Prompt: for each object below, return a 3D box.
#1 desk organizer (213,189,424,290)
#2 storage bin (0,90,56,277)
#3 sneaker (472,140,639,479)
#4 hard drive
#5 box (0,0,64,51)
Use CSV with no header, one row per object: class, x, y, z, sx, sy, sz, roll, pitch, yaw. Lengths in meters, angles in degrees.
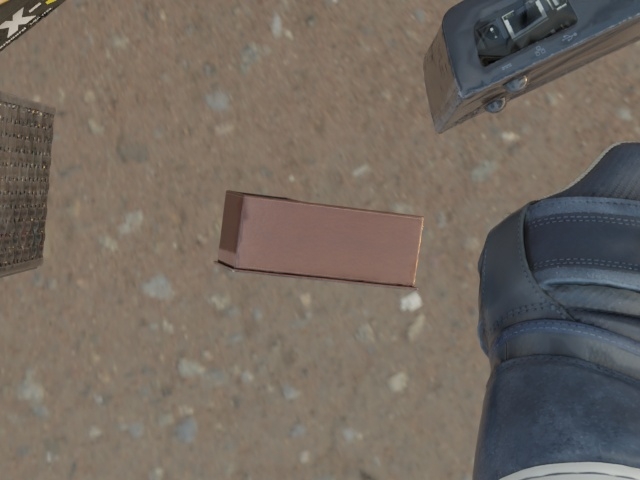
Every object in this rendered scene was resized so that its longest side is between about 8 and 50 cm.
desk organizer,0.000,0.000,0.972,0.130,0.047,0.050,7,94,-20
storage bin,-0.197,-0.030,0.668,0.122,0.180,0.084,6,93,1
sneaker,0.141,0.061,0.479,0.226,0.163,0.086,28,134,-28
hard drive,0.173,-0.137,0.773,0.254,0.172,0.054,-25,88,-1
box,-0.223,-0.211,1.000,0.322,0.257,0.079,-38,90,0
